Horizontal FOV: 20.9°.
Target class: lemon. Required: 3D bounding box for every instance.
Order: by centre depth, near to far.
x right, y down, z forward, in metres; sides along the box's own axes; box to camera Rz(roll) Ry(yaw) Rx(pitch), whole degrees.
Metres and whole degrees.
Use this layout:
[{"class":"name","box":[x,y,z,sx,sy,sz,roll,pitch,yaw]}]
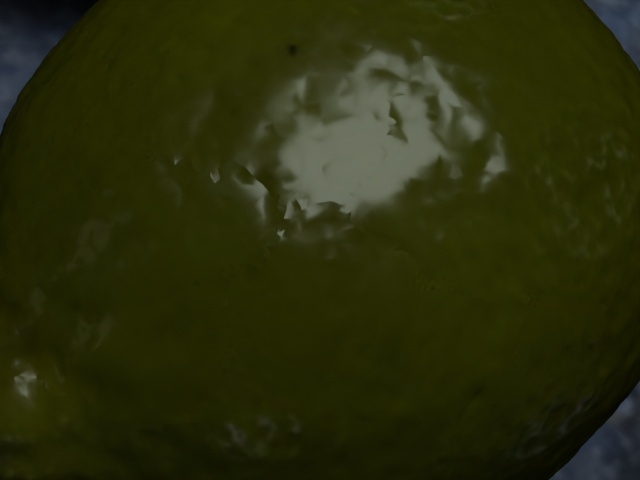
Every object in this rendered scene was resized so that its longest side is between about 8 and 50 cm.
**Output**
[{"class":"lemon","box":[0.000,0.000,0.485,0.184,0.184,0.248,44,47,17]}]
